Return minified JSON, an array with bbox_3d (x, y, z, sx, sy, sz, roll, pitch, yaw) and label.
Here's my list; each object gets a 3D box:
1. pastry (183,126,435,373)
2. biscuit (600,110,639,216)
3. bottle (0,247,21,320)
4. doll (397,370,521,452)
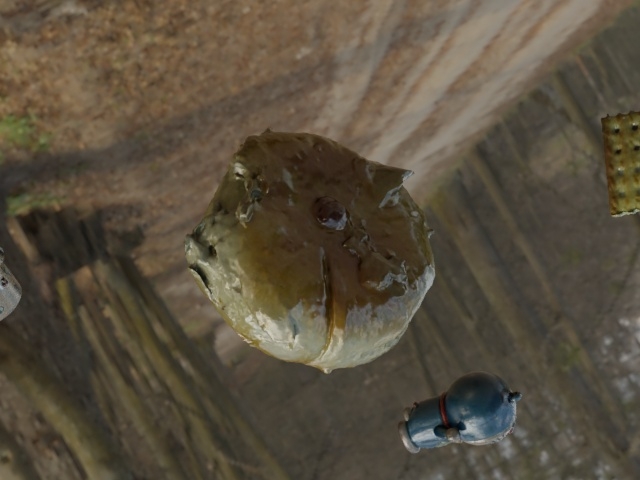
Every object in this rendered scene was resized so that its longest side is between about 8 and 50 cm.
[{"bbox_3d":[0.001,0.005,1.119,0.121,0.235,0.257,-50,-169,46],"label":"pastry"},{"bbox_3d":[0.440,-0.107,1.331,0.231,0.139,0.016,-12,153,27],"label":"biscuit"},{"bbox_3d":[-0.482,0.038,1.594,0.098,0.152,0.099,-15,-141,13],"label":"bottle"},{"bbox_3d":[0.168,0.204,1.376,0.151,0.086,0.114,-23,-164,23],"label":"doll"}]
